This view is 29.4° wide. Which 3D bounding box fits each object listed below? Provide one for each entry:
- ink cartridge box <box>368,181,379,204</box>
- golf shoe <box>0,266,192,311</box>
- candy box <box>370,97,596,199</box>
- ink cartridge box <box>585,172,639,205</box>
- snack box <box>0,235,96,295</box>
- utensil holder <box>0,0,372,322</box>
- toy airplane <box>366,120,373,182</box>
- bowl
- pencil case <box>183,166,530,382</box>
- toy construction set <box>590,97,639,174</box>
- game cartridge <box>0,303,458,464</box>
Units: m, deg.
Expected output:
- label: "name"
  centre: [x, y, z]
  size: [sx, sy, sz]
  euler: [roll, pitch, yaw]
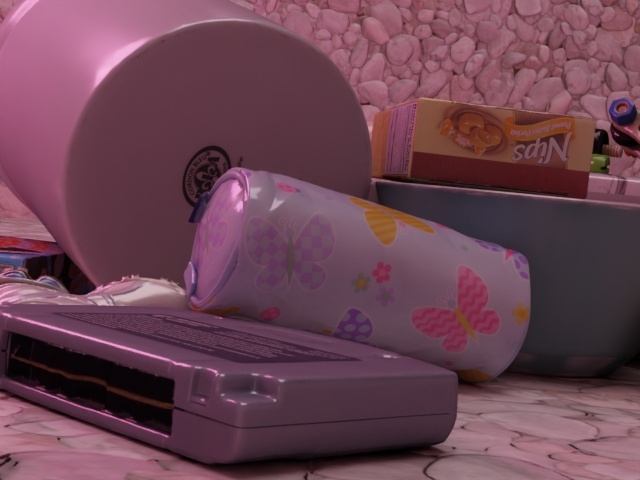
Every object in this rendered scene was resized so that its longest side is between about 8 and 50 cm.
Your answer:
- label: "ink cartridge box"
  centre: [0.000, 0.000, 1.577]
  size: [0.285, 0.166, 0.395]
  euler: [4, 3, -29]
- label: "golf shoe"
  centre: [-0.176, 0.069, 0.945]
  size: [0.176, 0.069, 0.086]
  euler: [2, 22, -5]
- label: "candy box"
  centre: [0.164, -0.098, 1.343]
  size: [0.183, 0.087, 0.316]
  euler: [6, 2, -6]
- label: "ink cartridge box"
  centre: [0.357, 0.012, 1.629]
  size: [0.283, 0.207, 0.117]
  euler: [5, 3, 6]
- label: "snack box"
  centre: [-0.364, 0.029, 1.305]
  size: [0.187, 0.060, 0.322]
  euler: [6, 2, 2]
- label: "utensil holder"
  centre: [-0.164, -0.110, 1.270]
  size: [0.328, 0.327, 0.385]
  euler: [4, 15, -25]
- label: "toy airplane"
  centre: [0.081, -0.064, 2.034]
  size: [0.386, 0.272, 0.384]
  euler: [24, 19, 18]
- label: "bowl"
  centre: [0.200, 0.037, 1.169]
  size: [0.312, 0.163, 0.311]
  euler: [5, 3, 0]
- label: "pencil case"
  centre: [0.032, 0.033, 0.961]
  size: [0.273, 0.124, 0.113]
  euler: [15, 19, -22]
- label: "toy construction set"
  centre: [0.523, -0.046, 1.810]
  size: [0.237, 0.308, 0.257]
  euler: [9, 40, 28]
- label: "game cartridge"
  centre: [-0.069, 0.083, 0.764]
  size: [0.196, 0.060, 0.294]
  euler: [-1, 6, -43]
